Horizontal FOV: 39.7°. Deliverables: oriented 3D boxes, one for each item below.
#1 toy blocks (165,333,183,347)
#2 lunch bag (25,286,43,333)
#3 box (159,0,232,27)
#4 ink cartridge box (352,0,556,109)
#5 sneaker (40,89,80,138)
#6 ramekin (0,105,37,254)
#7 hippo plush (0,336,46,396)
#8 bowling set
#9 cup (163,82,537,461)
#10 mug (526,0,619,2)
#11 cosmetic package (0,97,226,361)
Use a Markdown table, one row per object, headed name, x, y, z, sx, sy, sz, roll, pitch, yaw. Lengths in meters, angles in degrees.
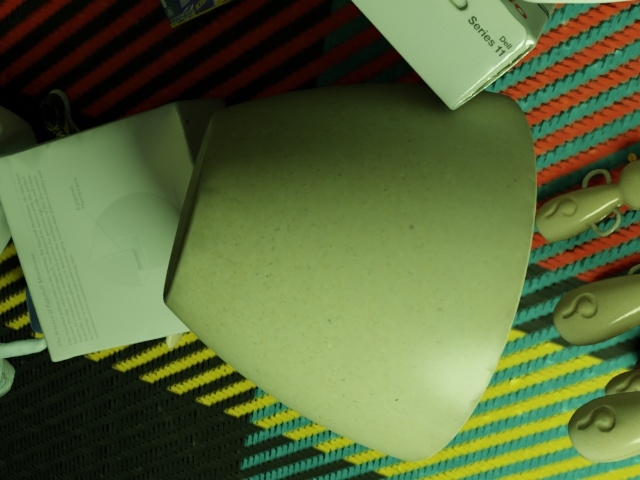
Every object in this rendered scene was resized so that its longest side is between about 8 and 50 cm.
| name | x | y | z | sx | sy | sz | roll | pitch | yaw |
| --- | --- | --- | --- | --- | --- | --- | --- | --- | --- |
| toy blocks | -0.229 | 0.052 | 1.077 | 0.148 | 0.054 | 0.123 | 24 | 120 | 9 |
| lunch bag | -0.318 | 0.079 | 1.117 | 0.098 | 0.065 | 0.067 | -7 | 91 | 21 |
| box | -0.081 | -0.268 | 0.864 | 0.169 | 0.054 | 0.059 | -17 | 108 | 28 |
| ink cartridge box | 0.110 | -0.214 | 0.726 | 0.153 | 0.208 | 0.087 | 47 | 122 | -5 |
| sneaker | -0.303 | -0.131 | 1.027 | 0.031 | 0.035 | 0.083 | -7 | 112 | 25 |
| ramekin | -0.433 | -0.048 | 0.986 | 0.135 | 0.277 | 0.277 | 25 | 121 | -2 |
| hippo plush | -0.529 | 0.125 | 1.118 | 0.236 | 0.234 | 0.294 | 56 | 148 | 3 |
| bowling set | 0.327 | 0.074 | 0.827 | 0.154 | 0.287 | 0.200 | -27 | 144 | 38 |
| cup | 0.000 | 0.000 | 0.765 | 0.237 | 0.331 | 0.331 | 15 | 122 | -11 |
| mug | 0.308 | -0.221 | 0.576 | 0.374 | 0.328 | 0.276 | -8 | 111 | 25 |
| cosmetic package | -0.193 | -0.013 | 0.945 | 0.225 | 0.138 | 0.224 | -13 | 97 | 16 |
